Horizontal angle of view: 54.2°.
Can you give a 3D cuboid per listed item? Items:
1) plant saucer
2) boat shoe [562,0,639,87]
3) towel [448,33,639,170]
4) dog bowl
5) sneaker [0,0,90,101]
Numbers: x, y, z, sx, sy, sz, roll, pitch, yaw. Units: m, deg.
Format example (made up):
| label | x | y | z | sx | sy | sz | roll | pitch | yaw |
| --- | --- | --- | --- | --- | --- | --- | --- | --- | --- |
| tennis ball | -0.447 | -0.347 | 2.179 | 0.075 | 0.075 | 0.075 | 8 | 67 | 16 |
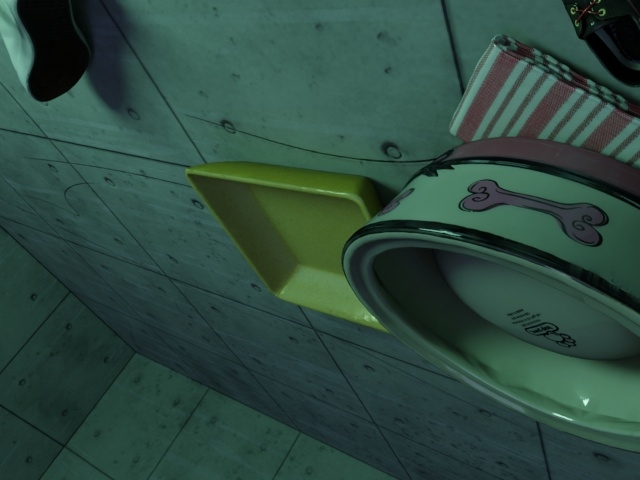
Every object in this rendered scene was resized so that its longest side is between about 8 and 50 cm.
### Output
| label | x | y | z | sx | sy | sz | roll | pitch | yaw |
| --- | --- | --- | --- | --- | --- | --- | --- | --- | --- |
| plant saucer | 0.000 | 0.000 | 0.951 | 0.332 | 0.081 | 0.333 | 12 | 146 | 37 |
| boat shoe | 0.209 | -0.171 | 0.460 | 0.133 | 0.042 | 0.049 | 43 | 155 | -16 |
| towel | 0.224 | -0.100 | 0.584 | 0.197 | 0.029 | 0.144 | 31 | 157 | 7 |
| dog bowl | 0.232 | 0.057 | 0.666 | 0.408 | 0.150 | 0.408 | 28 | 159 | 12 |
| sneaker | -0.403 | -0.312 | 0.884 | 0.123 | 0.106 | 0.290 | 53 | 153 | 6 |
